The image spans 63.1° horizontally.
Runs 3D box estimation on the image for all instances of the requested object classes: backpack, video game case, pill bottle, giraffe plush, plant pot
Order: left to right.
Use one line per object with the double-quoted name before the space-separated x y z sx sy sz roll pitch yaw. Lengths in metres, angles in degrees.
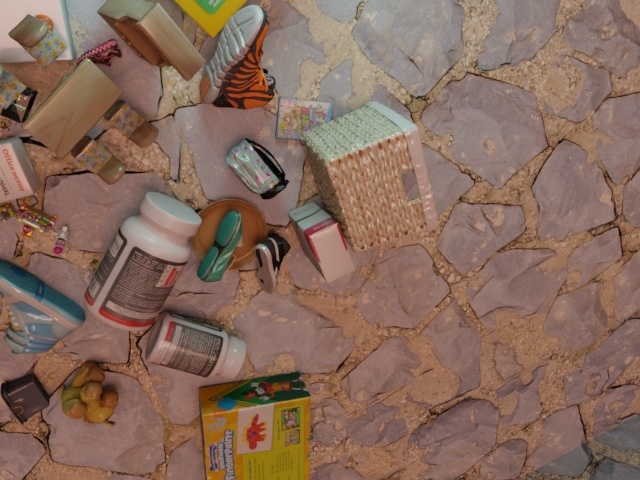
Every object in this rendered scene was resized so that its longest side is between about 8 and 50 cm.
"giraffe plush" -0.715 0.512 1.641 0.210 0.181 0.170 -39 125 10
"pill bottle" -0.500 0.059 1.489 0.210 0.210 0.363 27 101 -24
"pill bottle" -0.394 0.344 1.663 0.283 0.161 0.161 23 103 -23
"plant pot" -0.284 -0.020 1.623 0.236 0.032 0.236 -6 112 -15
"backpack" -0.188 -0.207 1.517 0.115 0.152 0.182 -43 105 -7
"video game case" -0.048 -0.361 1.566 0.166 0.015 0.119 1 111 -17

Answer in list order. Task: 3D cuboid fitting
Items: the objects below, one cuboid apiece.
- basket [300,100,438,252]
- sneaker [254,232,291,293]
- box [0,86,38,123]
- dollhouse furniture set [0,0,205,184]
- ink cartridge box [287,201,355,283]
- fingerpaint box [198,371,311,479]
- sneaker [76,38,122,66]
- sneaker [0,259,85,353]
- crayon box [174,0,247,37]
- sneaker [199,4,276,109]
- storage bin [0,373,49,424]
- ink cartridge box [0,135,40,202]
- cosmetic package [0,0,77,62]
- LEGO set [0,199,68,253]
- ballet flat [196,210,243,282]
"basket" 0.138 -0.184 1.513 0.266 0.331 0.328 -23 120 -6
"sneaker" -0.141 0.070 1.678 0.121 0.079 0.216 -42 148 -34
"box" -0.767 -0.350 1.326 0.052 0.062 0.083 23 103 -22
"dollhouse furniture set" -0.508 -0.366 1.227 0.394 0.256 0.362 -51 140 -7
"ink cartridge box" 0.000 0.000 1.603 0.100 0.237 0.172 -26 116 -9
"fingerpaint box" -0.232 0.721 1.863 0.371 0.163 0.444 -6 112 -16
"sneaker" -0.571 -0.473 1.351 0.119 0.047 0.057 -27 128 -3
"sneaker" -0.869 0.210 1.487 0.208 0.127 0.319 -45 116 3
"crayon box" -0.252 -0.735 1.238 0.363 0.106 0.313 -36 121 26
"sneaker" -0.182 -0.471 1.381 0.180 0.124 0.321 3 152 -37
"storage bin" -0.906 0.484 1.608 0.091 0.098 0.135 -27 117 -17
"ink cartridge box" -0.867 -0.171 1.354 0.203 0.086 0.148 -17 115 -9
"cosmetic package" -0.802 -0.562 1.215 0.377 0.097 0.284 -8 116 -14
"LEGO set" -0.837 -0.038 1.405 0.287 0.107 0.132 8 108 -20
"ballet flat" -0.287 0.021 1.586 0.087 0.083 0.247 18 107 -47
